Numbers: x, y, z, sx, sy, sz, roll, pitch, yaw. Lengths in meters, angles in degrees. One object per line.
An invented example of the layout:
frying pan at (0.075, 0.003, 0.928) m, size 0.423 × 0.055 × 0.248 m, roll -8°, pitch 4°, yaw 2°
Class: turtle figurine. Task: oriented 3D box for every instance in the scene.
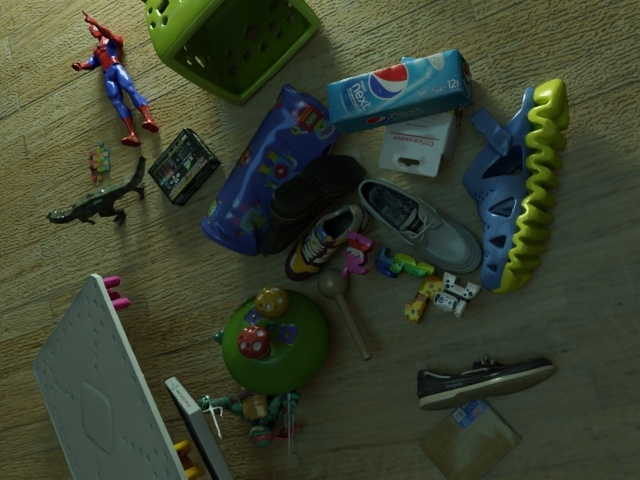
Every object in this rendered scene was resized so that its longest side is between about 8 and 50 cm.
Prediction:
turtle figurine at (-0.114, 0.259, 1.066) m, size 0.175 × 0.118 × 0.234 m, roll -14°, pitch 62°, yaw 5°

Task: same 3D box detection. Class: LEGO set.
LEGO set at (0.134, 0.074, 0.982) m, size 0.227 × 0.087 × 0.093 m, roll 24°, pitch 91°, yaw 28°

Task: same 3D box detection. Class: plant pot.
plant pot at (-0.173, -0.411, 1.100) m, size 0.228 × 0.227 × 0.207 m, roll -40°, pitch 65°, yaw 16°

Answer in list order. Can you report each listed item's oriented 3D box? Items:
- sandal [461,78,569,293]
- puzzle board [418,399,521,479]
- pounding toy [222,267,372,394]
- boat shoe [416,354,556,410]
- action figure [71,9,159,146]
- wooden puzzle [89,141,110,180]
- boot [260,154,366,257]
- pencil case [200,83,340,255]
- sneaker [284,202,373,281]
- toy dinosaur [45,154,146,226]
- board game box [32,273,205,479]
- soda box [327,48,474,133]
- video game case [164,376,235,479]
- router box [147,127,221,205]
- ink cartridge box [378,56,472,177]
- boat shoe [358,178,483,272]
sandal at (0.273, -0.079, 0.930) m, size 0.138 × 0.126 × 0.318 m, roll 8°, pitch 81°, yaw 30°
puzzle board at (0.227, 0.309, 0.966) m, size 0.128 × 0.011 × 0.096 m, roll -48°, pitch 68°, yaw 12°
pounding toy at (-0.057, 0.133, 1.003) m, size 0.236 × 0.110 × 0.183 m, roll -19°, pitch 56°, yaw 1°
boat shoe at (0.239, 0.198, 0.937) m, size 0.206 × 0.075 × 0.065 m, roll -20°, pitch 56°, yaw 17°
action figure at (-0.429, -0.335, 1.255) m, size 0.091 × 0.139 × 0.281 m, roll -31°, pitch 71°, yaw 17°
wooden puzzle at (-0.462, -0.166, 1.320) m, size 0.049 × 0.006 × 0.083 m, roll -9°, pitch 82°, yaw 23°
boot at (-0.020, -0.059, 1.058) m, size 0.077 × 0.197 × 0.137 m, roll 49°, pitch 143°, yaw 19°
pencil case at (-0.081, -0.114, 1.086) m, size 0.306 × 0.133 × 0.119 m, roll -56°, pitch 26°, yaw 9°
sneaker at (0.000, 0.000, 1.055) m, size 0.185 × 0.084 × 0.070 m, roll -42°, pitch 71°, yaw 15°
toy dinosaur at (-0.406, -0.080, 1.226) m, size 0.268 × 0.118 × 0.064 m, roll -27°, pitch 75°, yaw 19°
board game box at (-0.384, 0.313, 1.142) m, size 0.390 × 0.050 × 0.390 m, roll -44°, pitch 68°, yaw 40°
soda box at (0.119, -0.223, 0.961) m, size 0.210 × 0.071 × 0.067 m, roll -9°, pitch 80°, yaw 26°
video game case at (-0.184, 0.339, 1.031) m, size 0.023 × 0.193 × 0.213 m, roll -27°, pitch 103°, yaw -21°
router box at (-0.262, -0.141, 1.211) m, size 0.122 × 0.038 × 0.092 m, roll -45°, pitch 69°, yaw 15°
ink cartridge box at (0.167, -0.191, 1.010) m, size 0.104 × 0.061 × 0.182 m, roll 14°, pitch 91°, yaw 26°
boat shoe at (0.148, -0.024, 0.991) m, size 0.227 × 0.081 × 0.079 m, roll 38°, pitch 103°, yaw 24°
